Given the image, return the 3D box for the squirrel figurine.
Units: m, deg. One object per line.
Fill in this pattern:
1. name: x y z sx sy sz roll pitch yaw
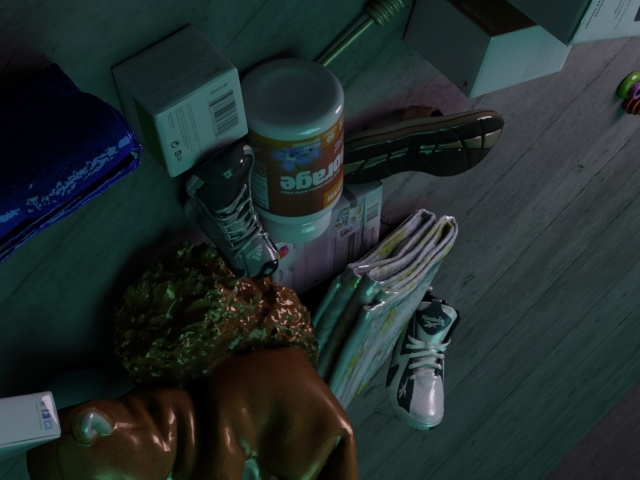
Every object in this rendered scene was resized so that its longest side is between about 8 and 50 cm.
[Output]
1. squirrel figurine: -0.176 0.204 1.435 0.370 0.397 0.281 5 171 -31

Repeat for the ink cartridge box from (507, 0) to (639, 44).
1. ink cartridge box: 0.330 -0.345 1.389 0.289 0.211 0.122 -15 138 -42

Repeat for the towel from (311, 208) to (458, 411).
1. towel: 0.054 0.146 1.704 0.320 0.090 0.374 -35 157 -56

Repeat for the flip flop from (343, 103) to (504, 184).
1. flip flop: 0.122 -0.138 1.545 0.277 0.080 0.112 -11 144 -21

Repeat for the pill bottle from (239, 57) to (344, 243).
1. pill bottle: -0.032 -0.097 1.354 0.121 0.121 0.216 -31 148 -21

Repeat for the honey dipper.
1. honey dipper: 0.030 -0.229 1.354 0.160 0.030 0.030 -43 150 2

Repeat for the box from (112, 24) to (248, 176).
1. box: -0.142 -0.143 1.196 0.102 0.087 0.101 -32 148 -17

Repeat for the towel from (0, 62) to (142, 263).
1. towel: -0.310 -0.026 1.009 0.308 0.227 0.076 -36 121 -11

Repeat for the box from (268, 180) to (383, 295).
1. box: 0.000 0.000 1.600 0.186 0.038 0.145 -31 148 -23

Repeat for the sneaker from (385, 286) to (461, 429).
1. sneaker: 0.166 0.171 1.848 0.094 0.235 0.153 11 133 -3

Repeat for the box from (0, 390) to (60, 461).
1. box: -0.467 0.228 1.203 0.232 0.059 0.322 -26 164 40

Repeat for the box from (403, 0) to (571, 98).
1. box: 0.214 -0.263 1.431 0.170 0.130 0.091 -21 144 -35

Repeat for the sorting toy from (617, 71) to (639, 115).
1. sorting toy: 0.532 -0.240 1.932 0.061 0.042 0.102 -45 150 2

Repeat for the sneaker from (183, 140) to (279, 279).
1. sneaker: -0.085 -0.023 1.296 0.086 0.132 0.229 -33 176 -12

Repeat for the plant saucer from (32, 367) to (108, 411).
1. plant saucer: -0.327 0.201 1.478 0.119 0.021 0.119 -30 147 -22
